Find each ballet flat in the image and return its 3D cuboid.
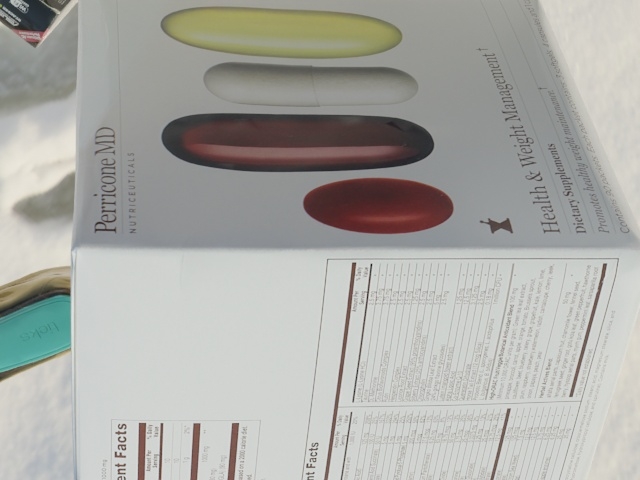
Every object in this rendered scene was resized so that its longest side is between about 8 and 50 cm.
[{"bbox_3d":[-0.271,0.081,1.132,0.232,0.073,0.080,-19,116,1],"label":"ballet flat"}]

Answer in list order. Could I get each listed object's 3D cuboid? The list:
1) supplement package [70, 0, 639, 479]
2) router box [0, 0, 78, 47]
[{"bbox_3d":[0.000,0.000,0.620,0.203,0.194,0.149,0,129,-9],"label":"supplement package"},{"bbox_3d":[-0.177,-0.187,0.922,0.092,0.122,0.038,38,135,-9],"label":"router box"}]
